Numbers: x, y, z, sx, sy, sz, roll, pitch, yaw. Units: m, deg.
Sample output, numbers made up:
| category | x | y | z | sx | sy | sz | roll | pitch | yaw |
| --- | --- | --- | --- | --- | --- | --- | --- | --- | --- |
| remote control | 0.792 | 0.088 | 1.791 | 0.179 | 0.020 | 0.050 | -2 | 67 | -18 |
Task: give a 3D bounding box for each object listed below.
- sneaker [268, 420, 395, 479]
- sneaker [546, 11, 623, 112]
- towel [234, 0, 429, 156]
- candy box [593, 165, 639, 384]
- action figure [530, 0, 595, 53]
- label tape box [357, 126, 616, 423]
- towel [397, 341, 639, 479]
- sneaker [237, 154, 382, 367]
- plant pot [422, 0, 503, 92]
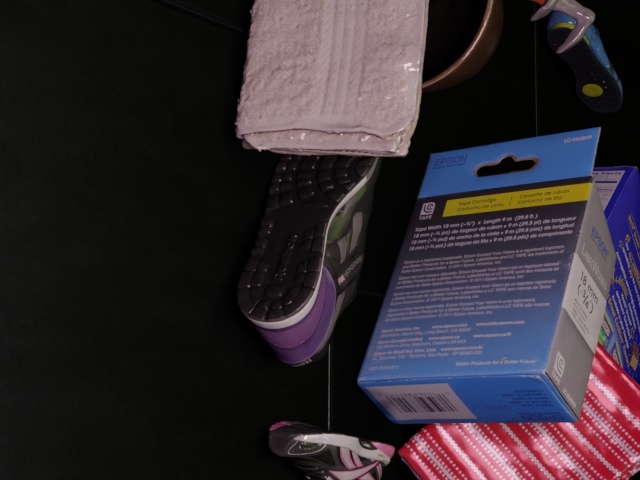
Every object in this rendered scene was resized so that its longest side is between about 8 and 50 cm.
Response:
| category | x | y | z | sx | sy | sz | roll | pitch | yaw |
| --- | --- | --- | --- | --- | --- | --- | --- | --- | --- |
| sneaker | 0.014 | 0.238 | 1.372 | 0.178 | 0.072 | 0.077 | 22 | 78 | -44 |
| sneaker | 0.406 | -0.279 | 1.977 | 0.209 | 0.069 | 0.082 | 48 | 45 | -38 |
| towel | 0.016 | -0.220 | 1.346 | 0.049 | 0.187 | 0.282 | 57 | 36 | -69 |
| candy box | 0.357 | 0.097 | 1.780 | 0.317 | 0.122 | 0.268 | -54 | 134 | -37 |
| action figure | 0.254 | -0.406 | 1.673 | 0.341 | 0.178 | 0.330 | -4 | 62 | -58 |
| label tape box | 0.206 | 0.043 | 1.511 | 0.106 | 0.240 | 0.334 | 49 | 49 | -38 |
| towel | 0.255 | 0.235 | 1.531 | 0.275 | 0.031 | 0.199 | -38 | 79 | -11 |
| sneaker | 0.000 | 0.000 | 1.381 | 0.283 | 0.107 | 0.124 | -65 | 149 | -30 |
| plant pot | 0.123 | -0.255 | 1.498 | 0.230 | 0.215 | 0.215 | 10 | 77 | -67 |
